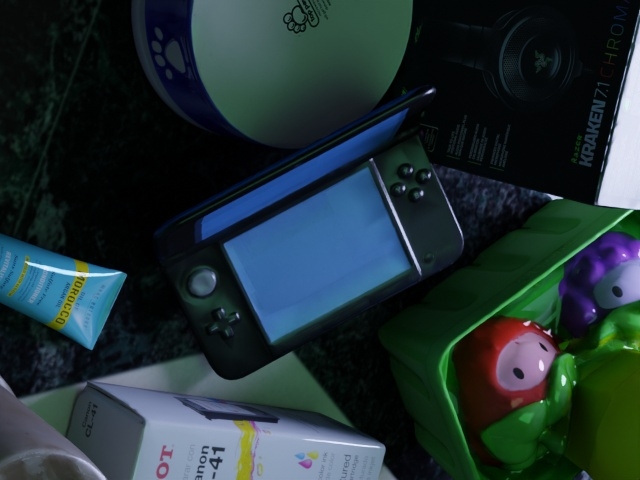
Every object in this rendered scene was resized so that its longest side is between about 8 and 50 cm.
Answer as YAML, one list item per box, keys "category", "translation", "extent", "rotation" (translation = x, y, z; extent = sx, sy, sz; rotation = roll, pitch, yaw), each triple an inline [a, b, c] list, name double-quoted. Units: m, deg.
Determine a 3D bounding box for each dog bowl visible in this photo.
- category: "dog bowl"
  translation: [-0.043, -0.223, 1.740]
  extent: [0.265, 0.104, 0.265]
  rotation: [-10, 108, -35]

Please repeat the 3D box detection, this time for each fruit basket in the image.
- category: "fruit basket"
  translation: [0.300, 0.144, 1.935]
  extent: [0.392, 0.392, 0.283]
  rotation: [-35, 121, -25]

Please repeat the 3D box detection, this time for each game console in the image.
- category: "game console"
  translation: [0.000, 0.000, 1.739]
  extent: [0.293, 0.173, 0.250]
  rotation: [-28, 115, -7]

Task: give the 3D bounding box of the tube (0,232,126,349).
- category: "tube"
  translation: [-0.271, 0.035, 1.680]
  extent: [0.207, 0.052, 0.080]
  rotation: [27, 93, -44]

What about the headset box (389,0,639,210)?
- category: "headset box"
  translation: [0.215, -0.181, 1.843]
  extent: [0.131, 0.283, 0.246]
  rotation: [4, 101, -53]

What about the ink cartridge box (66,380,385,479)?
- category: "ink cartridge box"
  translation: [-0.107, 0.278, 1.812]
  extent: [0.306, 0.131, 0.226]
  rotation: [11, 96, -40]

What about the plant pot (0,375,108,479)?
- category: "plant pot"
  translation: [-0.318, 0.240, 1.518]
  extent: [0.323, 0.280, 0.323]
  rotation: [-5, 98, -44]
